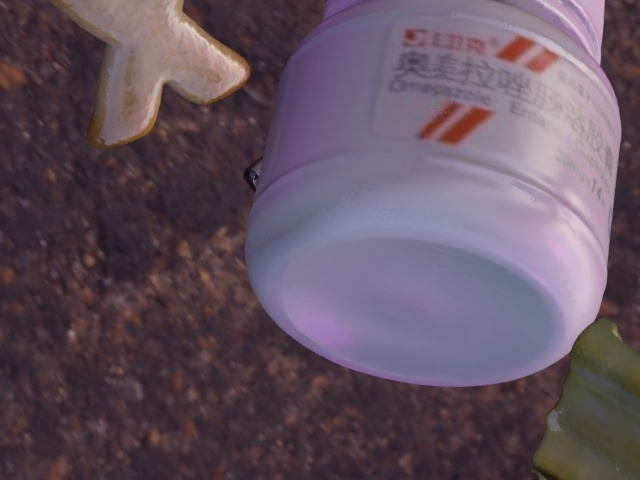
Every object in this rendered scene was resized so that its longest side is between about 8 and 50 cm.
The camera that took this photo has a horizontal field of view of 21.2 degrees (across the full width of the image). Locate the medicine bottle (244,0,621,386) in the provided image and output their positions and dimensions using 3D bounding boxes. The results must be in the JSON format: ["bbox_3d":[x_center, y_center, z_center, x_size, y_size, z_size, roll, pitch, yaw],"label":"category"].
[{"bbox_3d":[0.087,-0.078,1.190,0.241,0.241,0.302,34,52,-32],"label":"medicine bottle"}]

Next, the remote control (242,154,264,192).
[{"bbox_3d":[0.000,0.000,1.762,0.059,0.028,0.212,-36,88,-28],"label":"remote control"}]

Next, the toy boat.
[{"bbox_3d":[0.183,0.135,0.805,0.084,0.111,0.276,-57,143,-9],"label":"toy boat"}]

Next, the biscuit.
[{"bbox_3d":[-0.156,-0.187,1.510,0.164,0.047,0.208,-27,132,-11],"label":"biscuit"}]
